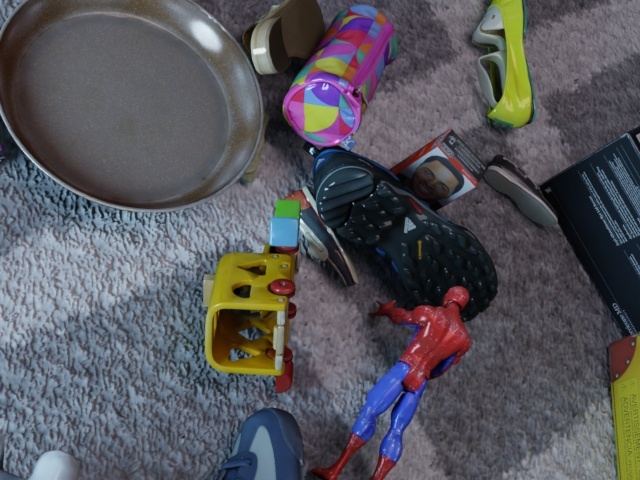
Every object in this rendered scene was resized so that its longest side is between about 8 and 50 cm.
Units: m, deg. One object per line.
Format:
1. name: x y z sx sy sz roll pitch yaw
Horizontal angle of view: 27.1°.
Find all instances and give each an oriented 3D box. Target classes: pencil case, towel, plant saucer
1. pencil case: 0.031 -0.205 1.642 0.104 0.104 0.236 40 35 -13
2. towel: -0.131 -0.139 1.583 0.148 0.027 0.110 22 58 -25
3. plant saucer: -0.217 -0.160 1.496 0.310 0.050 0.310 12 59 -20

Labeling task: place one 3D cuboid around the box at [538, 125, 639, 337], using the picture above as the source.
1. box: 0.446 -0.012 1.818 0.103 0.184 0.261 -26 85 -41

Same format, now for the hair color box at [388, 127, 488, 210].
1. hair color box: 0.136 -0.077 1.662 0.072 0.141 0.043 45 51 -8

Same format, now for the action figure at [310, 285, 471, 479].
1. action figure: 0.081 0.169 1.560 0.091 0.139 0.280 39 75 -17

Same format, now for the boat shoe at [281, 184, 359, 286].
1. boat shoe: 0.000 0.000 1.601 0.043 0.049 0.137 -32 91 4

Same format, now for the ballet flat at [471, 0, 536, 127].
1. ballet flat: 0.254 -0.267 1.879 0.077 0.077 0.231 3 69 -15

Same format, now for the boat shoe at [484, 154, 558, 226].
1. boat shoe: 0.279 -0.068 1.821 0.125 0.046 0.038 37 58 -5

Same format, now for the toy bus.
1. toy bus: -0.078 0.061 1.475 0.104 0.202 0.191 3 72 0

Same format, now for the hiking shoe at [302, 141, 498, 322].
1. hiking shoe: 0.108 -0.018 1.637 0.304 0.113 0.132 41 15 -31

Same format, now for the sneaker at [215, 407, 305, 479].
1. sneaker: -0.102 0.304 1.348 0.131 0.112 0.319 26 56 -26

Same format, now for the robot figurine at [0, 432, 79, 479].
1. robot figurine: -0.316 0.338 1.129 0.300 0.200 0.353 19 57 1

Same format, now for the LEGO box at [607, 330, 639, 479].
1. LEGO box: 0.563 0.319 1.626 0.193 0.372 0.500 16 62 -28

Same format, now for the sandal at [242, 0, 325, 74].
1. sandal: -0.064 -0.253 1.645 0.240 0.079 0.088 -51 135 -66

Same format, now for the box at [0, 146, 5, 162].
1. box: -0.412 -0.146 1.395 0.116 0.029 0.162 -14 79 -38
